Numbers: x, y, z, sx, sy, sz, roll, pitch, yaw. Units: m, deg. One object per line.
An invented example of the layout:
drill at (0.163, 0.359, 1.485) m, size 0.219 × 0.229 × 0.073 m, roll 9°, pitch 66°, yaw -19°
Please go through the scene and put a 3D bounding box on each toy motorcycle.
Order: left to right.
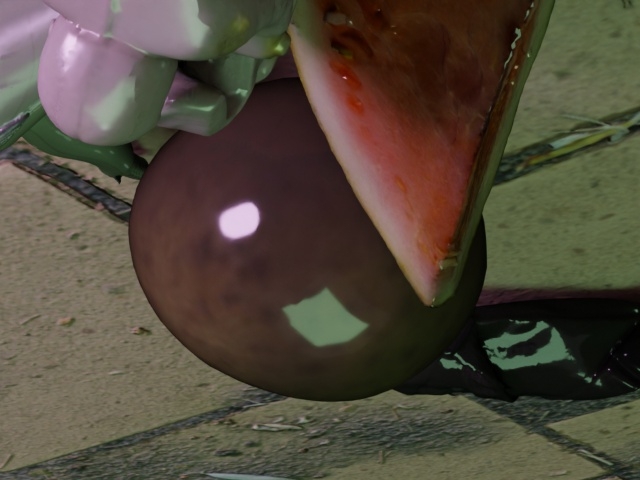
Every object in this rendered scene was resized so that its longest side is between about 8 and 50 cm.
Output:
toy motorcycle at (-0.039, -0.143, 0.512) m, size 0.108 × 0.223 × 0.341 m, roll 24°, pitch 147°, yaw 2°

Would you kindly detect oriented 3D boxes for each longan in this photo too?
longan at (0.000, 0.000, 0.839) m, size 0.220 × 0.196 × 0.196 m, roll 22°, pitch 144°, yaw -29°

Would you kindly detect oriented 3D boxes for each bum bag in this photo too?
bum bag at (0.198, 0.097, 1.189) m, size 0.326 × 0.080 × 0.142 m, roll -2°, pitch 157°, yaw -5°

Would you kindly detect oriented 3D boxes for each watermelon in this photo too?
watermelon at (0.078, -0.126, 0.668) m, size 0.128 × 0.159 × 0.303 m, roll -22°, pitch 148°, yaw -26°

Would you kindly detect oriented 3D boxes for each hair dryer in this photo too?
hair dryer at (-0.123, -0.094, 0.780) m, size 0.219 × 0.088 × 0.225 m, roll -32°, pitch 156°, yaw 37°
